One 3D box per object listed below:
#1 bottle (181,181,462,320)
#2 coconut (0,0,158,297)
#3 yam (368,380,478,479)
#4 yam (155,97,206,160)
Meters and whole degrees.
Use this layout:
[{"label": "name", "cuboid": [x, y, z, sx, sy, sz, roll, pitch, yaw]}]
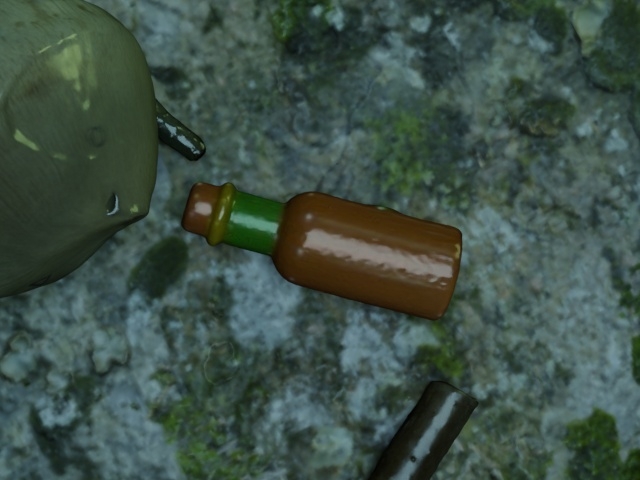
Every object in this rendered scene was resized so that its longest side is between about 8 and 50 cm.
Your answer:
[{"label": "bottle", "cuboid": [0.000, 0.000, 0.951, 0.187, 0.069, 0.069, 15, 85, -5]}, {"label": "coconut", "cuboid": [-0.199, -0.059, 0.869, 0.224, 0.224, 0.224, 0, 86, -7]}, {"label": "yam", "cuboid": [0.010, 0.239, 0.950, 0.045, 0.045, 0.327, 35, 82, -27]}, {"label": "yam", "cuboid": [-0.169, -0.135, 0.961, 0.234, 0.027, 0.029, 39, 56, -4]}]
